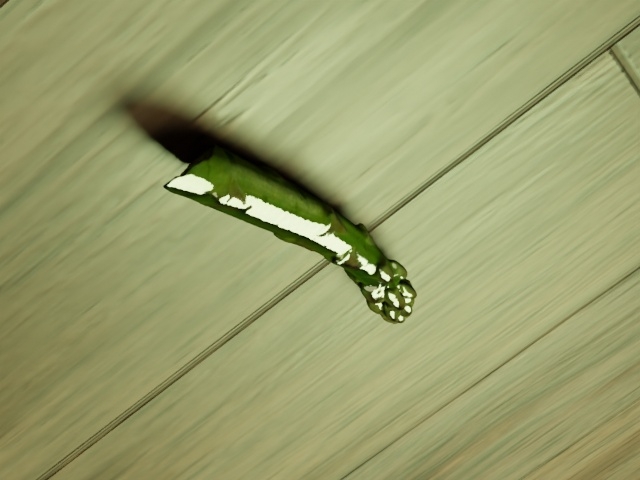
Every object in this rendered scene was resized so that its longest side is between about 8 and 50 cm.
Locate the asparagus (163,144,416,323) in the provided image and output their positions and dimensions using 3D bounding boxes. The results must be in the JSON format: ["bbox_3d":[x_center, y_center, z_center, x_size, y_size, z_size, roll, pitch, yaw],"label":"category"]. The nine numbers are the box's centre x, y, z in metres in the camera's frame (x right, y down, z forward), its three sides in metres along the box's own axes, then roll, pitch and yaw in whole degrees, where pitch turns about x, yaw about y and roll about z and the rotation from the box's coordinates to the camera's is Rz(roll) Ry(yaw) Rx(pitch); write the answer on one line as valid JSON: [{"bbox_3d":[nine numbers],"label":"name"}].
[{"bbox_3d":[0.000,0.001,0.535,0.034,0.027,0.236,-32,152,14],"label":"asparagus"}]
